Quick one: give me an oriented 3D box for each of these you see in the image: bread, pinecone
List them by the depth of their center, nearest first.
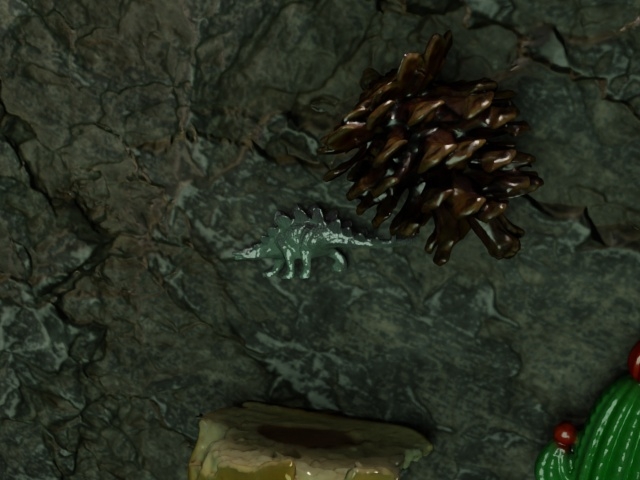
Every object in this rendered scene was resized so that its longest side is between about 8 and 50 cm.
[{"bbox_3d":[0.114,-0.074,0.849,0.212,0.168,0.185,35,145,-7],"label":"pinecone"},{"bbox_3d":[-0.035,0.239,0.995,0.211,0.184,0.224,45,113,6],"label":"bread"}]

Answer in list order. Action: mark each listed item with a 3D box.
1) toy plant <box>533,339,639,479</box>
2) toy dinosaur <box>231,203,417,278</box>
[{"bbox_3d":[0.327,0.205,0.915,0.155,0.088,0.240,39,110,5],"label":"toy plant"},{"bbox_3d":[0.000,0.001,0.980,0.209,0.039,0.082,-3,104,18],"label":"toy dinosaur"}]
